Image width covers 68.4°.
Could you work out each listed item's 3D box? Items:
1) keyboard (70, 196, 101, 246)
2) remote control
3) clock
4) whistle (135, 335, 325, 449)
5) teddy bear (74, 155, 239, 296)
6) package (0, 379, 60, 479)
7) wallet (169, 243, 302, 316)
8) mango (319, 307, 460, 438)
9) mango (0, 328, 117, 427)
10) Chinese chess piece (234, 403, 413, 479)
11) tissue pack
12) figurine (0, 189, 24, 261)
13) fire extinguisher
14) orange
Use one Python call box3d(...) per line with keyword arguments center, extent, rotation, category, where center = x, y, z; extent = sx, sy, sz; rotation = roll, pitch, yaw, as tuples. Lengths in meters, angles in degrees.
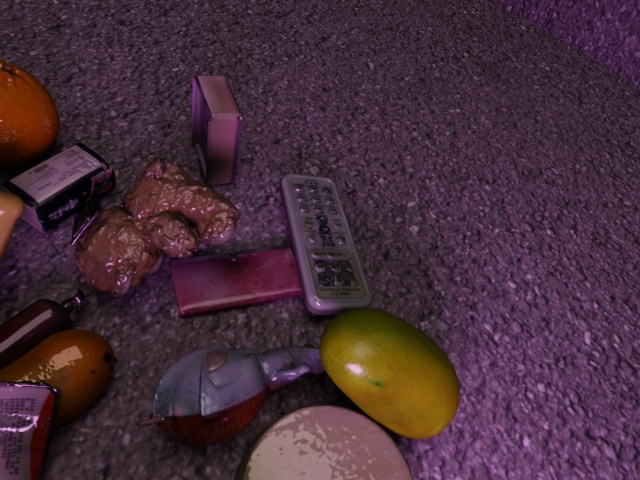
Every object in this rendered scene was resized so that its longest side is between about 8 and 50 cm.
box3d(center=(-0.405, -0.038, 0.805), extent=(0.015, 0.197, 0.074), rotation=(44, 80, -27), category="keyboard")
box3d(center=(0.000, 0.000, 0.949), extent=(0.128, 0.065, 0.335), rotation=(5, 50, -24), category="remote control")
box3d(center=(-0.224, -0.231, 0.996), extent=(0.071, 0.191, 0.146), rotation=(-9, 54, -23), category="clock")
box3d(center=(-0.102, 0.213, 0.714), extent=(0.347, 0.142, 0.133), rotation=(-10, 64, -37), category="whistle")
box3d(center=(-0.300, -0.016, 0.811), extent=(0.267, 0.156, 0.256), rotation=(22, 70, 48), category="teddy bear")
box3d(center=(-0.455, 0.230, 0.576), extent=(0.232, 0.165, 0.040), rotation=(13, 11, -18), category="package")
box3d(center=(-0.153, 0.071, 0.878), extent=(0.233, 0.025, 0.119), rotation=(-8, 55, -20), category="wallet")
box3d(center=(0.103, 0.190, 0.716), extent=(0.273, 0.149, 0.185), rotation=(42, 4, -27), category="mango")
box3d(center=(-0.377, 0.202, 0.659), extent=(0.178, 0.090, 0.115), rotation=(-39, 100, -34), category="mango")
box3d(center=(0.005, 0.353, 0.639), extent=(0.251, 0.101, 0.250), rotation=(8, 50, -9), category="Chinese chess piece")
box3d(center=(-0.485, -0.102, 0.886), extent=(0.103, 0.090, 0.170), rotation=(33, 52, 13), category="tissue pack")
box3d(center=(-0.689, -0.001, 0.719), extent=(0.378, 0.266, 0.361), rotation=(18, 69, 42), category="figurine")
box3d(center=(-0.458, 0.158, 0.694), extent=(0.267, 0.089, 0.072), rotation=(-45, 111, -36), category="fire extinguisher")
box3d(center=(-0.627, -0.245, 0.906), extent=(0.220, 0.192, 0.219), rotation=(7, 33, -5), category="orange")
